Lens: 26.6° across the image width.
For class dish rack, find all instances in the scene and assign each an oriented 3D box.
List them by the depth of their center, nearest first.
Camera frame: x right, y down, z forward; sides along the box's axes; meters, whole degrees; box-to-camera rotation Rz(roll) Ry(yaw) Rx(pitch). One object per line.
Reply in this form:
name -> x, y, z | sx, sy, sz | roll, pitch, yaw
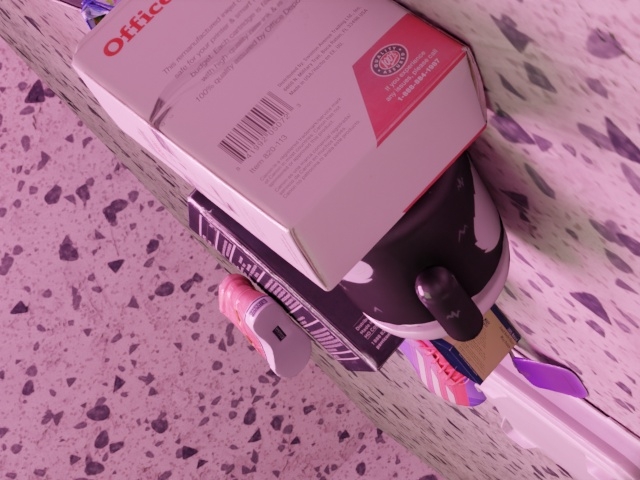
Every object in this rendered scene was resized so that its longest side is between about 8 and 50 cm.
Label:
dish rack -> 0.346, 0.279, 1.881 | 0.333, 0.072, 0.285 | 37, 171, 35

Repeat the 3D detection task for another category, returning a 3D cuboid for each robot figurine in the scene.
robot figurine -> 0.079, -0.022, 1.280 | 0.173, 0.209, 0.278 | 3, 149, 30

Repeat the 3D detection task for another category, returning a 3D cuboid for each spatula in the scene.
spatula -> 0.235, 0.138, 1.802 | 0.296, 0.030, 0.084 | 33, 168, 46

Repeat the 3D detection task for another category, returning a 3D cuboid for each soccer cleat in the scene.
soccer cleat -> 0.174, 0.168, 2.068 | 0.248, 0.083, 0.095 | 47, 166, -13

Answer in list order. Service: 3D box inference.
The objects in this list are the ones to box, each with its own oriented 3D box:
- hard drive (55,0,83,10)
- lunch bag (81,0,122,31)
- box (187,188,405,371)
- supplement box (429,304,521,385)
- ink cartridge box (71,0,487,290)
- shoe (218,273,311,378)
hard drive -> -0.415, -0.382, 1.739 | 0.237, 0.064, 0.339 | 14, -166, -46
lunch bag -> -0.206, -0.243, 1.566 | 0.151, 0.096, 0.129 | 39, -159, -18
box -> 0.000, 0.000, 1.662 | 0.294, 0.183, 0.296 | 41, 172, -1
supplement box -> 0.195, 0.122, 1.728 | 0.083, 0.083, 0.056 | 49, 169, -36
ink cartridge box -> -0.035, -0.127, 1.132 | 0.283, 0.207, 0.117 | 38, 168, 30
shoe -> -0.072, 0.108, 1.740 | 0.081, 0.063, 0.178 | 39, 167, 34
